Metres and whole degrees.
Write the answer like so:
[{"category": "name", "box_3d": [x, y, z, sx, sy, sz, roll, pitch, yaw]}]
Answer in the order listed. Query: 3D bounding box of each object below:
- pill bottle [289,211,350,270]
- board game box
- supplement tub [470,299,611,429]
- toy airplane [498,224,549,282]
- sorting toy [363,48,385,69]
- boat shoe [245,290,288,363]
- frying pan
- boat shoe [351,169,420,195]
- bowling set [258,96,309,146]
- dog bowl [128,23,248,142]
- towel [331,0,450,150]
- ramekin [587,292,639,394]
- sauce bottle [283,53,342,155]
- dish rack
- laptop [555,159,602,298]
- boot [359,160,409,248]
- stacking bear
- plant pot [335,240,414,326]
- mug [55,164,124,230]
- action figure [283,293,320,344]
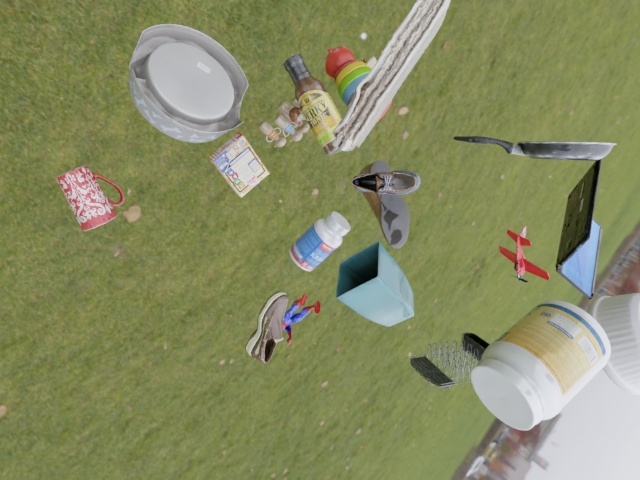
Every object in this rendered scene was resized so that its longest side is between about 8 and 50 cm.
[{"category": "pill bottle", "box_3d": [0.000, 0.000, 1.765, 0.221, 0.124, 0.124, -44, 157, 25]}, {"category": "board game box", "box_3d": [-0.295, -0.274, 1.796, 0.147, 0.045, 0.193, -42, 132, -10]}, {"category": "supplement tub", "box_3d": [0.368, 0.207, 0.827, 0.200, 0.144, 0.144, -30, 144, -24]}, {"category": "toy airplane", "box_3d": [0.454, 0.034, 1.108, 0.028, 0.151, 0.151, -23, 142, -18]}, {"category": "sorting toy", "box_3d": [0.211, -0.788, 2.266, 0.274, 0.046, 0.132, -42, 159, 9]}, {"category": "boat shoe", "box_3d": [-0.146, 0.277, 1.533, 0.095, 0.095, 0.257, -15, 137, -51]}, {"category": "frying pan", "box_3d": [0.479, -0.207, 1.093, 0.197, 0.327, 0.053, -72, 164, -79]}, {"category": "boat shoe", "box_3d": [0.167, -0.149, 1.287, 0.066, 0.183, 0.066, -17, 104, -62]}, {"category": "bowling set", "box_3d": [-0.086, -0.445, 1.846, 0.287, 0.199, 0.154, -42, 121, 13]}, {"category": "dog bowl", "box_3d": [-0.373, -0.433, 1.383, 0.349, 0.348, 0.102, -24, 175, -43]}, {"category": "towel", "box_3d": [0.112, -0.271, 0.804, 0.282, 0.049, 0.187, -55, 180, 14]}, {"category": "ramekin", "box_3d": [0.854, 0.265, 1.306, 0.273, 0.272, 0.127, -29, 174, -40]}, {"category": "sauce bottle", "box_3d": [-0.015, -0.454, 1.641, 0.111, 0.344, 0.111, -30, -178, 1]}, {"category": "dish rack", "box_3d": [0.437, 0.388, 1.585, 0.272, 0.208, 0.074, -5, 105, -18]}, {"category": "laptop", "box_3d": [0.670, -0.021, 1.196, 0.264, 0.137, 0.234, 88, 22, -62]}, {"category": "boot", "box_3d": [0.217, -0.120, 1.683, 0.112, 0.115, 0.305, -21, 98, -25]}, {"category": "stacking bear", "box_3d": [0.118, -0.577, 1.775, 0.175, 0.289, 0.164, -11, 155, -51]}, {"category": "plant pot", "box_3d": [0.193, 0.160, 1.587, 0.166, 0.165, 0.234, -31, 120, 30]}, {"category": "mug", "box_3d": [-0.684, -0.135, 1.451, 0.169, 0.113, 0.150, 68, 27, -21]}, {"category": "action figure", "box_3d": [-0.116, 0.293, 1.666, 0.280, 0.092, 0.139, -38, -154, 50]}]
